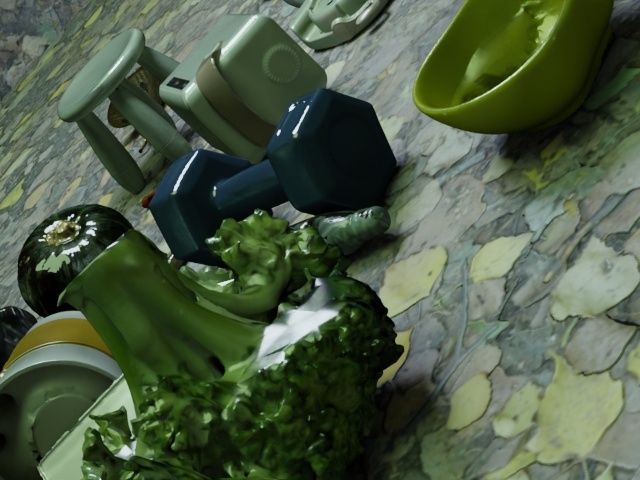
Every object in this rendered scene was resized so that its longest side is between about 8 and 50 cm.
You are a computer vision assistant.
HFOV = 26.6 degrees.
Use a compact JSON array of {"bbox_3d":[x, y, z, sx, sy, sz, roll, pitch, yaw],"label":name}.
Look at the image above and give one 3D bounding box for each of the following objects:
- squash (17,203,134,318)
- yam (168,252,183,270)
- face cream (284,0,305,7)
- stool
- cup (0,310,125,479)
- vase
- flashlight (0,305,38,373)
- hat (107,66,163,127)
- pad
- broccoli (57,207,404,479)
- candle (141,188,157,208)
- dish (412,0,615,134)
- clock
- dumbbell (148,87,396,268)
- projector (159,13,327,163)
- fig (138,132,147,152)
[{"bbox_3d":[-0.350,0.036,1.971,0.193,0.156,0.193,-24,17,8],"label":"squash"},{"bbox_3d":[-0.198,0.024,1.886,0.027,0.029,0.234,20,65,36],"label":"yam"},{"bbox_3d":[-0.029,-0.486,2.312,0.101,0.101,0.251,-39,25,19],"label":"face cream"},{"bbox_3d":[-0.303,-0.215,2.234,0.195,0.199,0.195,-23,31,43],"label":"stool"},{"bbox_3d":[-0.306,0.214,1.614,0.226,0.185,0.241,-109,33,-70],"label":"cup"},{"bbox_3d":[0.000,0.000,1.529,0.211,0.060,0.060,-21,34,46],"label":"vase"},{"bbox_3d":[-0.589,0.187,2.218,0.424,0.103,0.103,-19,36,50],"label":"flashlight"},{"bbox_3d":[-0.317,-0.249,2.495,0.146,0.067,0.146,-44,-20,-20],"label":"hat"},{"bbox_3d":[-0.191,0.217,1.461,0.232,0.004,0.156,-46,62,4],"label":"pad"},{"bbox_3d":[-0.089,0.136,1.227,0.338,0.317,0.277,-14,-5,-25],"label":"broccoli"},{"bbox_3d":[-0.227,-0.088,2.117,0.167,0.021,0.026,-28,10,40],"label":"candle"},{"bbox_3d":[0.223,-0.202,1.405,0.221,0.108,0.262,-9,46,56],"label":"dish"},{"bbox_3d":[0.046,-0.365,2.035,0.151,0.062,0.191,-55,25,-18],"label":"clock"},{"bbox_3d":[-0.063,-0.068,1.644,0.325,0.160,0.144,-20,67,48],"label":"dumbbell"},{"bbox_3d":[-0.112,-0.222,1.958,0.177,0.163,0.242,-49,19,-3],"label":"projector"},{"bbox_3d":[-0.309,-0.195,2.410,0.050,0.050,0.083,-20,52,47],"label":"fig"}]
